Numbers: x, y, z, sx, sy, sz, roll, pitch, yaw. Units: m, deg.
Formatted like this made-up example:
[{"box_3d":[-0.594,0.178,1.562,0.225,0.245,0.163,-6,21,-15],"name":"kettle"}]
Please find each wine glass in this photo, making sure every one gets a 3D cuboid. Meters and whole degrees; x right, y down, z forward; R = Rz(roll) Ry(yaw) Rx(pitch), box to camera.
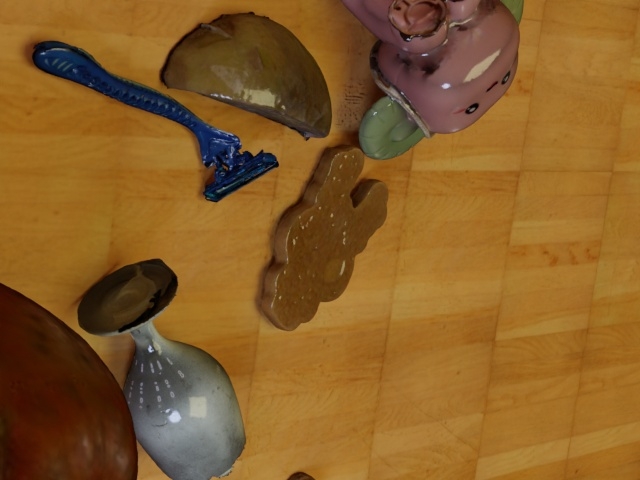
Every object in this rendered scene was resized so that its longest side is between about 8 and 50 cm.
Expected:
[{"box_3d":[-0.166,0.148,1.671,0.126,0.126,0.241,-44,128,-31],"name":"wine glass"}]

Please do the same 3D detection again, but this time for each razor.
[{"box_3d":[-0.182,-0.139,1.627,0.324,0.093,0.056,32,37,-45],"name":"razor"}]

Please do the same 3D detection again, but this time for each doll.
[{"box_3d":[0.135,-0.240,1.875,0.284,0.216,0.268,-42,156,-13],"name":"doll"}]

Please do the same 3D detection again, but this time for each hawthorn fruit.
[{"box_3d":[-0.334,0.216,1.287,0.403,0.403,0.402,-18,114,-45],"name":"hawthorn fruit"}]

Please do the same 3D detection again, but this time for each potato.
[{"box_3d":[-0.044,-0.188,1.723,0.261,0.100,0.120,15,91,-50],"name":"potato"}]

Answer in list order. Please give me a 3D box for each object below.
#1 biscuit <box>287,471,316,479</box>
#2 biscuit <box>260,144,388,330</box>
[{"box_3d":[-0.045,0.402,1.946,0.340,0.047,0.216,12,93,-49],"name":"biscuit"},{"box_3d":[0.001,0.003,1.884,0.144,0.040,0.236,47,68,-37],"name":"biscuit"}]
